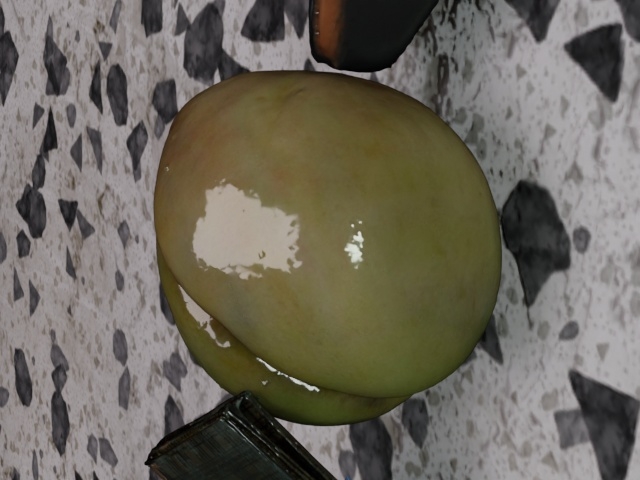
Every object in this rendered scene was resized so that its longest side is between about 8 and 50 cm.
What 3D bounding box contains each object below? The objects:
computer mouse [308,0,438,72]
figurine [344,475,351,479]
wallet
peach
[{"bbox_3d":[0.066,-0.255,0.921,0.323,0.116,0.183,-56,6,47],"label":"computer mouse"},{"bbox_3d":[0.035,0.259,1.115,0.114,0.079,0.114,-8,78,40],"label":"figurine"},{"bbox_3d":[0.008,0.253,1.007,0.317,0.044,0.169,44,145,-7],"label":"wallet"},{"bbox_3d":[-0.001,0.001,0.986,0.292,0.247,0.292,55,159,33],"label":"peach"}]
